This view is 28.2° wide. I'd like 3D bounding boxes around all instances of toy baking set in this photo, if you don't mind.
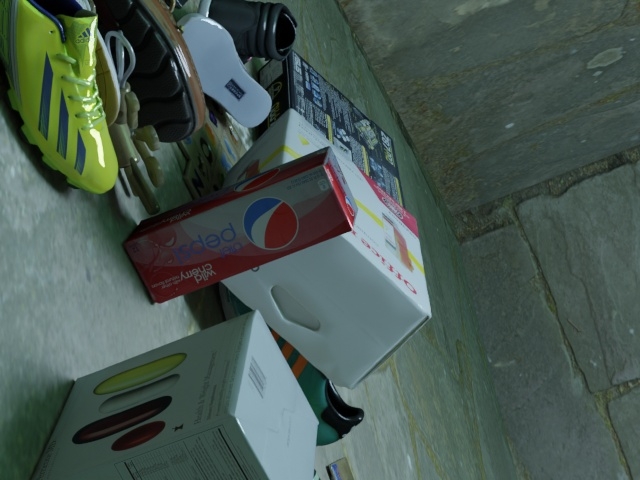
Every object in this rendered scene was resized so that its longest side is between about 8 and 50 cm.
[{"bbox_3d":[-0.228,-0.158,1.496,0.256,0.030,0.197,68,-22,2],"label":"toy baking set"}]

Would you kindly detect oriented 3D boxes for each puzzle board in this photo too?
[{"bbox_3d":[0.045,0.404,1.978,0.096,0.011,0.128,7,62,-74],"label":"puzzle board"}]

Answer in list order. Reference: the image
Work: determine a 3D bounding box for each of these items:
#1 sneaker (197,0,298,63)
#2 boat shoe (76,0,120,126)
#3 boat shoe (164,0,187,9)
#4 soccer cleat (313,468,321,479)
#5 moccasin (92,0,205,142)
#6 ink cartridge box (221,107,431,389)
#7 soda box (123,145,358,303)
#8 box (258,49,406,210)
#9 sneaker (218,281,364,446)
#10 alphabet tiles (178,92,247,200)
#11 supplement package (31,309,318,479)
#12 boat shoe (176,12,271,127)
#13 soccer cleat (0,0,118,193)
[{"bbox_3d":[-0.108,-0.330,2.115,0.296,0.147,0.104,36,66,-82],"label":"sneaker"},{"bbox_3d":[-0.298,-0.255,1.423,0.277,0.098,0.096,64,15,-16],"label":"boat shoe"},{"bbox_3d":[-0.228,-0.469,2.058,0.302,0.091,0.114,-98,162,-44],"label":"boat shoe"},{"bbox_3d":[-0.032,0.318,1.713,0.072,0.060,0.179,31,32,-54],"label":"soccer cleat"},{"bbox_3d":[-0.259,-0.298,1.607,0.380,0.139,0.147,56,25,-15],"label":"moccasin"},{"bbox_3d":[0.000,0.000,1.795,0.279,0.160,0.384,42,16,-13],"label":"ink cartridge box"},{"bbox_3d":[-0.093,-0.017,1.510,0.083,0.263,0.092,-74,140,-69],"label":"soda box"},{"bbox_3d":[0.024,-0.151,2.380,0.318,0.097,0.395,36,27,-28],"label":"box"},{"bbox_3d":[-0.037,0.149,1.794,0.302,0.121,0.108,64,15,-14],"label":"sneaker"},{"bbox_3d":[-0.152,-0.104,1.980,0.342,0.011,0.285,-87,153,-60],"label":"alphabet tiles"},{"bbox_3d":[-0.126,0.198,1.173,0.194,0.203,0.149,-84,149,-65],"label":"supplement package"},{"bbox_3d":[-0.169,-0.271,1.993,0.084,0.095,0.258,43,-9,38],"label":"boat shoe"},{"bbox_3d":[-0.275,-0.182,1.346,0.093,0.121,0.289,-79,146,-67],"label":"soccer cleat"}]
